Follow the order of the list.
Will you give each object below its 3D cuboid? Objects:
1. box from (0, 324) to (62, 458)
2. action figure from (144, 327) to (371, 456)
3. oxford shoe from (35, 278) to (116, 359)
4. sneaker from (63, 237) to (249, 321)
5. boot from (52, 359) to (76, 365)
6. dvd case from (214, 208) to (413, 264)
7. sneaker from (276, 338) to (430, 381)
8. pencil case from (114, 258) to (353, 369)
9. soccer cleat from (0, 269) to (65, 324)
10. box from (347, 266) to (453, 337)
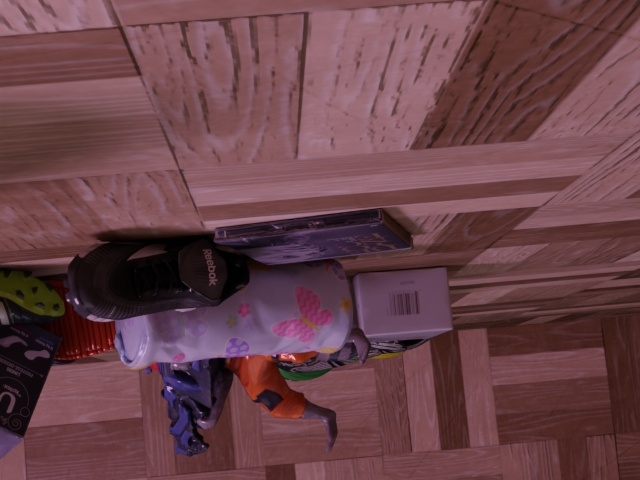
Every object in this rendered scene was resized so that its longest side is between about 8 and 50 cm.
[{"bbox_3d":[-0.433,0.179,1.408,0.163,0.142,0.247,30,138,-20],"label":"box"},{"bbox_3d":[-0.117,0.173,1.706,0.330,0.178,0.341,21,142,3],"label":"action figure"},{"bbox_3d":[-0.331,0.085,1.483,0.271,0.096,0.098,-1,-169,16],"label":"oxford shoe"},{"bbox_3d":[-0.150,0.033,1.212,0.106,0.078,0.234,-13,173,28],"label":"sneaker"},{"bbox_3d":[-0.610,0.210,2.161,0.338,0.118,0.223,-14,174,-28],"label":"boot"},{"bbox_3d":[0.000,0.000,1.266,0.165,0.018,0.221,-7,172,11],"label":"dvd case"},{"bbox_3d":[0.052,0.137,2.012,0.344,0.134,0.146,-11,170,-35],"label":"sneaker"},{"bbox_3d":[-0.099,0.083,1.411,0.273,0.124,0.113,-4,-154,-25],"label":"pencil case"},{"bbox_3d":[-0.357,0.066,1.320,0.072,0.060,0.179,-41,147,28],"label":"soccer cleat"},{"bbox_3d":[0.108,0.096,1.781,0.130,0.091,0.170,-4,172,-8],"label":"box"}]
